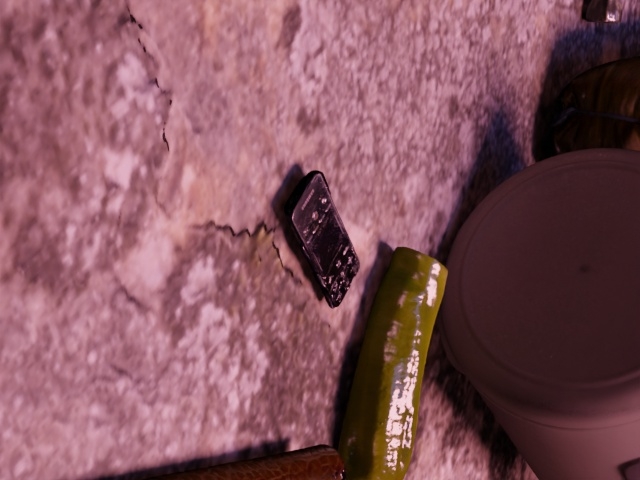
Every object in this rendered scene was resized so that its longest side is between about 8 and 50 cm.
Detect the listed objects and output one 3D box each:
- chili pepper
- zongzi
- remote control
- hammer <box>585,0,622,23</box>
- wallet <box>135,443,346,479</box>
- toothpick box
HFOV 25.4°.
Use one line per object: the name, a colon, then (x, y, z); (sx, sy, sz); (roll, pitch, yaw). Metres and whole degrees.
chili pepper: (0.042, 0.104, 0.912); (0.052, 0.050, 0.201); (10, 94, -23)
zongzi: (0.285, -0.011, 1.189); (0.286, 0.138, 0.299); (-19, 118, -53)
remote control: (0.000, 0.000, 0.832); (0.039, 0.014, 0.096); (-60, 146, -27)
hammer: (0.169, -0.208, 1.028); (0.246, 0.029, 0.103); (-14, 113, -55)
wallet: (-0.069, 0.185, 0.759); (0.243, 0.039, 0.132); (4, 102, -57)
toothpick box: (0.231, 0.105, 1.052); (0.229, 0.229, 0.316); (-65, 148, -21)
